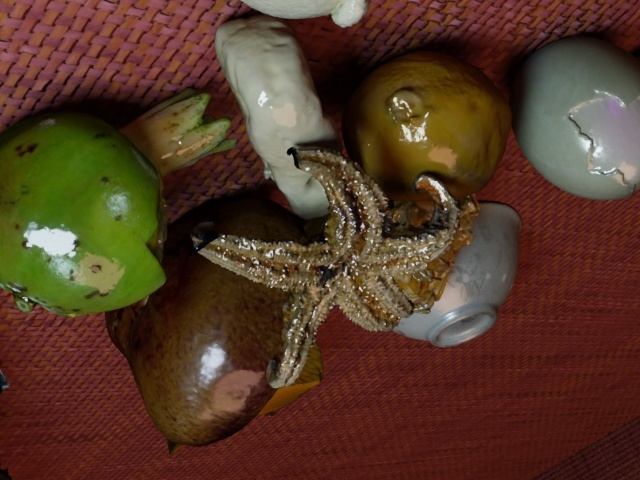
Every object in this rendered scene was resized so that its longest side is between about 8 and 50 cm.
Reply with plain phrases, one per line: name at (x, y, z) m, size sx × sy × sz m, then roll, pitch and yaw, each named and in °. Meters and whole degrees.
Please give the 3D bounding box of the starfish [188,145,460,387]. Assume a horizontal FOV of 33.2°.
starfish at (0.005, 0.028, 1.175) m, size 0.303 × 0.113 × 0.312 m, roll 6°, pitch 126°, yaw -27°

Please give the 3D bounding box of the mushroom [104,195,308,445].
mushroom at (-0.120, 0.103, 1.398) m, size 0.259 × 0.345 × 0.345 m, roll 28°, pitch 128°, yaw -35°

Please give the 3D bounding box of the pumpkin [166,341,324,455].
pumpkin at (-0.108, 0.230, 1.639) m, size 0.190 × 0.280 × 0.139 m, roll 33°, pitch 133°, yaw -18°

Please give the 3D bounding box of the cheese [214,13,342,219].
cheese at (-0.038, -0.131, 1.153) m, size 0.093 × 0.159 × 0.263 m, roll -25°, pitch 152°, yaw -1°

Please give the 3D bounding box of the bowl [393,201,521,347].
bowl at (0.206, 0.084, 1.730) m, size 0.313 × 0.146 × 0.313 m, roll -16°, pitch 154°, yaw -8°

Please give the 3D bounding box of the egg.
egg at (0.336, -0.142, 1.326) m, size 0.183 × 0.217 × 0.183 m, roll -15°, pitch 149°, yaw -9°

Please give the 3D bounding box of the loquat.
loquat at (0.124, -0.129, 1.256) m, size 0.187 × 0.176 × 0.234 m, roll 12°, pitch 176°, yaw 25°

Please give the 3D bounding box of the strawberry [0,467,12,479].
strawberry at (-0.625, 0.417, 1.615) m, size 0.310 × 0.292 × 0.292 m, roll -30°, pitch 153°, yaw -3°

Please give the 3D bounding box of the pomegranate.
pomegranate at (-0.231, -0.056, 1.140) m, size 0.302 × 0.236 × 0.236 m, roll -48°, pitch 156°, yaw -14°

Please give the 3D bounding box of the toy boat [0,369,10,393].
toy boat at (-0.495, 0.190, 1.539) m, size 0.061 × 0.060 × 0.137 m, roll -4°, pitch 153°, yaw 16°

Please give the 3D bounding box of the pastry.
pastry at (0.136, -0.015, 1.519) m, size 0.102 × 0.154 × 0.250 m, roll -36°, pitch 153°, yaw -42°

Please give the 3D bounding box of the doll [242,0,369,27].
doll at (-0.048, -0.311, 0.891) m, size 0.149 × 0.175 × 0.278 m, roll -55°, pitch 146°, yaw -15°

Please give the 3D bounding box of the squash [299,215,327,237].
squash at (-0.003, 0.000, 1.514) m, size 0.080 × 0.071 × 0.318 m, roll 13°, pitch 139°, yaw -17°

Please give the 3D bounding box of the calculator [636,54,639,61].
calculator at (0.539, -0.251, 1.461) m, size 0.294 × 0.043 × 0.194 m, roll -27°, pitch 151°, yaw 5°
